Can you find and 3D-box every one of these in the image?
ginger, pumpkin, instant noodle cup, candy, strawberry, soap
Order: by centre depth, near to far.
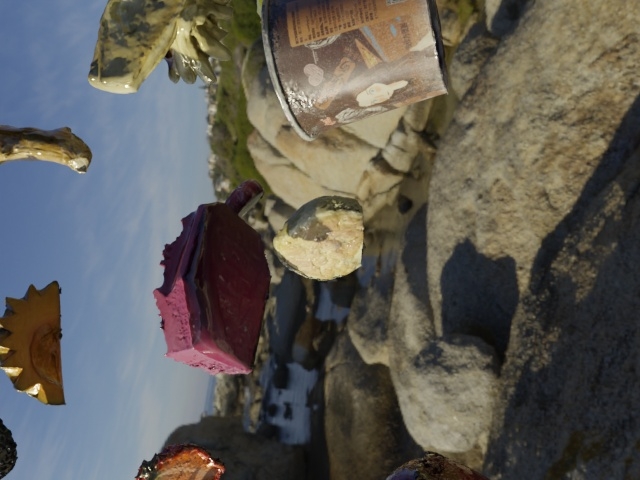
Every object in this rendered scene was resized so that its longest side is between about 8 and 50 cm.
[{"bbox_3d":[0.056,-0.258,0.776,0.217,0.207,0.218,-9,-90,-71],"label":"instant noodle cup"},{"bbox_3d":[-0.500,-0.130,0.890,0.131,0.294,0.086,-93,0,-53],"label":"ginger"},{"bbox_3d":[-0.227,0.369,0.932,0.048,0.152,0.104,22,91,48],"label":"strawberry"},{"bbox_3d":[-0.208,0.088,1.159,0.127,0.220,0.325,-18,49,31],"label":"soap"},{"bbox_3d":[-0.601,0.224,1.203,0.149,0.130,0.254,-32,65,58],"label":"pumpkin"},{"bbox_3d":[-0.169,-0.091,1.286,0.103,0.043,0.103,-46,-4,-4],"label":"candy"}]

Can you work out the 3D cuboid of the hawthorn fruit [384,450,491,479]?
[{"bbox_3d":[0.226,0.535,1.026,0.316,0.315,0.316,-170,90,-81],"label":"hawthorn fruit"}]

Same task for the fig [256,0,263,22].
[{"bbox_3d":[0.017,-0.560,1.226,0.343,0.343,0.343,-170,90,-81],"label":"fig"}]

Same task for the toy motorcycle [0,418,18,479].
[{"bbox_3d":[-0.638,0.220,0.892,0.237,0.410,0.169,-35,0,19],"label":"toy motorcycle"}]

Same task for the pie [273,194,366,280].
[{"bbox_3d":[0.001,0.003,1.131,0.218,0.185,0.052,90,165,-50],"label":"pie"}]

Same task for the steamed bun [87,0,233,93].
[{"bbox_3d":[-0.331,-0.503,1.326,0.189,0.247,0.428,43,-118,-75],"label":"steamed bun"}]
